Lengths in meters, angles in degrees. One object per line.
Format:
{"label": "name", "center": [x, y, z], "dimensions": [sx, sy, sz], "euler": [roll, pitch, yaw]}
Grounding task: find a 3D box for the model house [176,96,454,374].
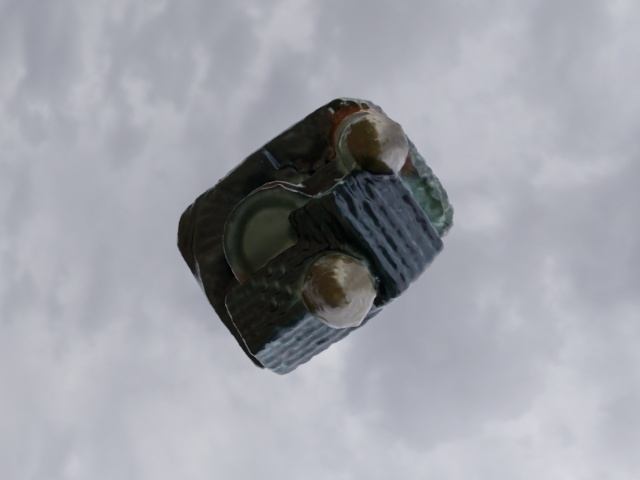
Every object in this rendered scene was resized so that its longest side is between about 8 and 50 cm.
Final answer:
{"label": "model house", "center": [0.000, 0.000, 0.962], "dimensions": [0.253, 0.184, 0.291], "euler": [-34, -171, 1]}
